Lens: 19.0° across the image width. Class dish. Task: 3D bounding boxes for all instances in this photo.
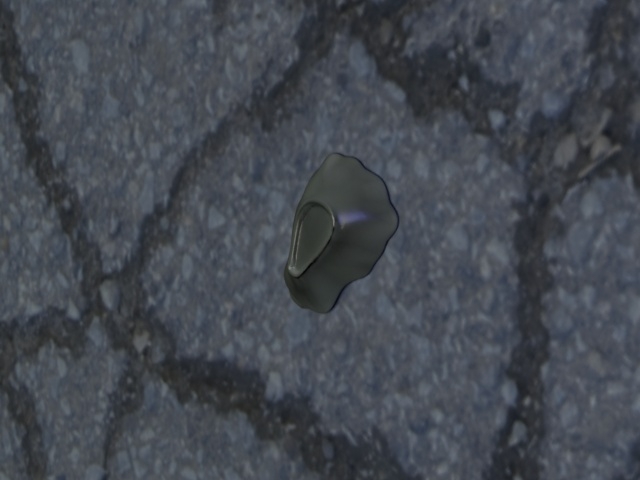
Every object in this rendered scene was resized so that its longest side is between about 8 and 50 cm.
[{"bbox_3d":[0.000,0.000,1.515,0.091,0.039,0.137,44,120,29],"label":"dish"}]
